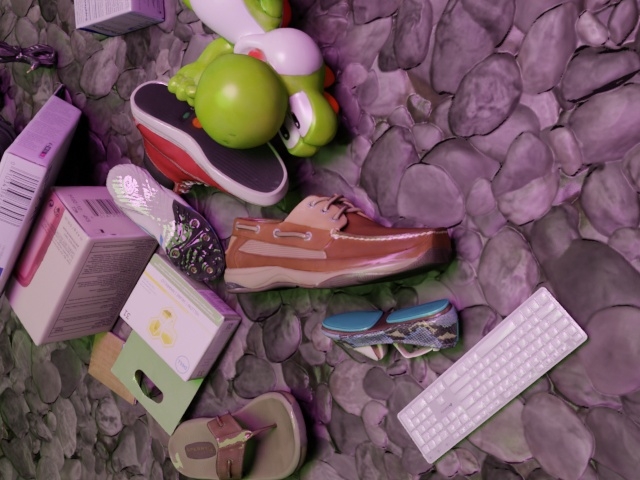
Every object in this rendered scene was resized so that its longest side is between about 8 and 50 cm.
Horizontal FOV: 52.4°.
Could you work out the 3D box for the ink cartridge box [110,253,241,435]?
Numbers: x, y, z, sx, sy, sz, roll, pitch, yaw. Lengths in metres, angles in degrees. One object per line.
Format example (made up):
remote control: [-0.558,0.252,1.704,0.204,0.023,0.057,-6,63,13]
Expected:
ink cartridge box: [-0.245,0.163,1.013,0.171,0.056,0.235,38,102,26]

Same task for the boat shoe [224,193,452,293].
boat shoe: [0.000,0.000,0.814,0.323,0.122,0.120,-6,87,34]

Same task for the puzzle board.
puzzle board: [-0.357,0.216,1.140,0.128,0.011,0.097,23,105,30]

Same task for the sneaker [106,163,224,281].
sneaker: [-0.231,-0.029,1.005,0.237,0.086,0.085,44,90,10]

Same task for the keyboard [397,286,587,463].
keyboard: [0.190,0.163,0.759,0.072,0.014,0.256,51,118,20]

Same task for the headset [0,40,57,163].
headset: [-0.640,-0.240,1.249,0.394,0.185,0.244,-42,66,45]

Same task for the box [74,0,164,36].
box: [-0.322,-0.403,1.029,0.137,0.072,0.126,-1,93,34]

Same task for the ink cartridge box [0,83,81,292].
ink cartridge box: [-0.502,-0.069,1.109,0.324,0.071,0.330,-58,19,24]

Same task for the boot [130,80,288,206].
boot: [-0.151,-0.095,0.905,0.244,0.088,0.176,34,150,13]

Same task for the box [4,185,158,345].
box: [-0.389,0.038,1.064,0.127,0.148,0.232,46,116,23]

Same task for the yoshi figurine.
yoshi figurine: [-0.114,-0.259,0.787,0.203,0.203,0.362,-29,85,0]

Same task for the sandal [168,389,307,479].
sandal: [-0.133,0.303,0.944,0.302,0.086,0.120,-26,75,35]

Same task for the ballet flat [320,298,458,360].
ballet flat: [0.084,0.118,0.802,0.188,0.070,0.070,-12,87,38]
